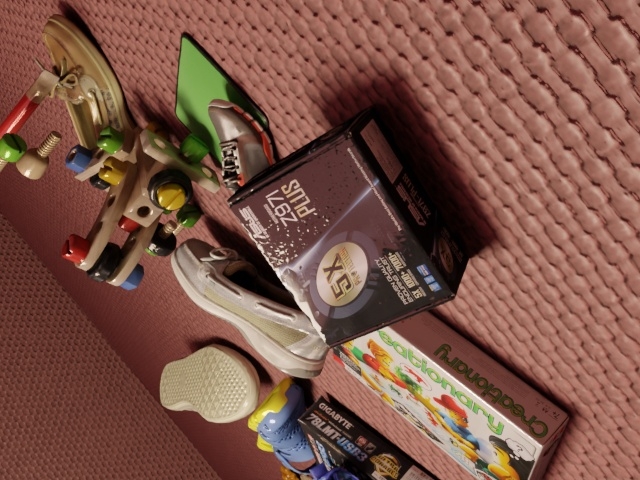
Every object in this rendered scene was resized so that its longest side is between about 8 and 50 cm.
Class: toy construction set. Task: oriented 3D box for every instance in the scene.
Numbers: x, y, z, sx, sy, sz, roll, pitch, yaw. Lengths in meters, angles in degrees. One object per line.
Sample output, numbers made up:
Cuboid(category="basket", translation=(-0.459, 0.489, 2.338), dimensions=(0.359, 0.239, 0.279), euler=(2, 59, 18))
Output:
Cuboid(category="toy construction set", translation=(-0.279, -0.117, 1.033), dimensions=(0.309, 0.257, 0.237), euler=(41, 116, -15))

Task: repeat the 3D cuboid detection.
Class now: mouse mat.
Cuboid(category="mouse mat", translation=(-0.129, -0.154, 0.924), dimensions=(0.152, 0.007, 0.189), euler=(47, 157, 7))

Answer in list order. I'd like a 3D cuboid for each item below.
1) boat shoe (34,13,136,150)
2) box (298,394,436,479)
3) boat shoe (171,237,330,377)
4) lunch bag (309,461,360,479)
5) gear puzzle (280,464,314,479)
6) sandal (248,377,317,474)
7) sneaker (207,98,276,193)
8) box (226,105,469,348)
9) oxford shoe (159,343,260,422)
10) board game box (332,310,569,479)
Cuboid(category="boat shoe", translation=(-0.359, -0.207, 1.144), dimensions=(0.104, 0.089, 0.285), euler=(25, 146, 44))
Cuboid(category="box", translation=(0.110, 0.446, 1.299), dimensions=(0.293, 0.073, 0.295), euler=(31, 150, 37))
Cuboid(category="boat shoe", translation=(-0.102, 0.079, 1.113), dimensions=(0.320, 0.103, 0.118), euler=(37, -162, 34))
Cuboid(category="lunch bag", translation=(0.077, 0.500, 1.232), dimensions=(0.293, 0.138, 0.221), euler=(55, 161, 18))
Cuboid(category="gear puzzle", translation=(0.005, 0.668, 1.834), dimensions=(0.339, 0.044, 0.175), euler=(31, 150, 37))
Cuboid(category="sandal", translation=(-0.050, 0.365, 1.417), dimensions=(0.138, 0.126, 0.317), euler=(37, 161, 20))
Cuboid(category="sneaker", translation=(-0.091, -0.091, 0.863), dimensions=(0.061, 0.065, 0.158), euler=(7, 137, 51))
Cuboid(category="box", translation=(0.028, -0.009, 0.695), dimensions=(0.147, 0.077, 0.180), euler=(-26, 105, 31))
Cuboid(category="oxford shoe", translation=(-0.233, 0.327, 1.675), dimensions=(0.130, 0.169, 0.449), euler=(12, 164, -29))
Cuboid(category="board game box", translation=(0.134, 0.168, 0.875), dimensions=(0.305, 0.053, 0.193), euler=(36, 152, 29))
